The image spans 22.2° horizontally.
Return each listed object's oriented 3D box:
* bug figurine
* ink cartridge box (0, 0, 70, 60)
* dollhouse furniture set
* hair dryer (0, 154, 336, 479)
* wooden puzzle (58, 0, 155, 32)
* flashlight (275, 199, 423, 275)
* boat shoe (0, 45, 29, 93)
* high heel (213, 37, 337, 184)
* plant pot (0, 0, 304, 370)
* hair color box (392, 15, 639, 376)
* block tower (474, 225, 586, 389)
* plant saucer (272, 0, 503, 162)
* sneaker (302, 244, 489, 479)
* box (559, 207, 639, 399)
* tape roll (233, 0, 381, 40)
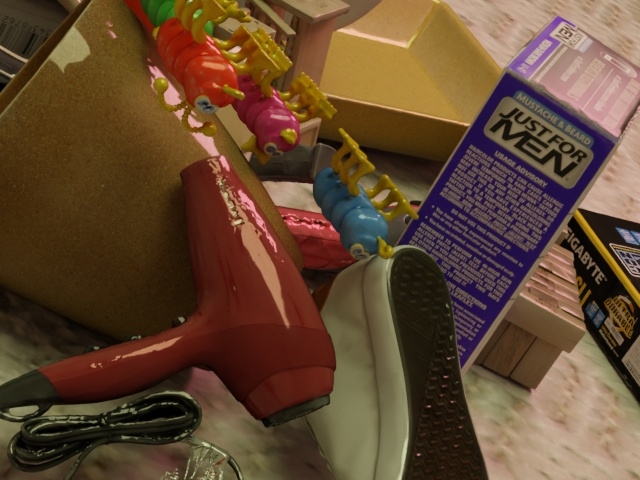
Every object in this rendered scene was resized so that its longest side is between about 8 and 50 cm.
[{"bbox_3d":[-0.047,-0.099,1.165,0.279,0.072,0.216,43,10,-42],"label":"bug figurine"},{"bbox_3d":[-0.397,-0.305,1.585,0.303,0.072,0.307,13,30,-31],"label":"ink cartridge box"},{"bbox_3d":[-0.078,-0.149,1.557,0.101,0.182,0.161,33,36,26],"label":"dollhouse furniture set"},{"bbox_3d":[-0.095,0.074,1.088,0.223,0.080,0.293,25,65,-17],"label":"hair dryer"},{"bbox_3d":[-0.218,-0.294,1.608,0.348,0.080,0.322,42,17,-20],"label":"wooden puzzle"},{"bbox_3d":[0.000,0.000,1.447,0.304,0.103,0.103,9,37,-39],"label":"flashlight"},{"bbox_3d":[-0.291,-0.130,1.391,0.206,0.075,0.065,17,27,-36],"label":"boat shoe"},{"bbox_3d":[-0.124,-0.109,1.409,0.186,0.093,0.261,7,-18,35],"label":"high heel"},{"bbox_3d":[-0.146,-0.022,1.236,0.254,0.237,0.237,41,24,-15],"label":"plant pot"},{"bbox_3d":[0.125,0.001,1.309,0.110,0.339,0.185,35,27,5],"label":"hair color box"},{"bbox_3d":[0.190,0.017,1.627,0.091,0.097,0.335,27,25,-10],"label":"block tower"},{"bbox_3d":[0.056,-0.193,1.828,0.333,0.081,0.333,9,32,-31],"label":"plant saucer"},{"bbox_3d":[0.047,0.157,1.198,0.106,0.123,0.290,13,65,-42],"label":"sneaker"},{"bbox_3d":[0.422,0.095,1.754,0.322,0.079,0.257,12,31,-33],"label":"box"},{"bbox_3d":[-0.037,-0.349,1.668,0.246,0.246,0.169,20,29,-22],"label":"tape roll"}]
